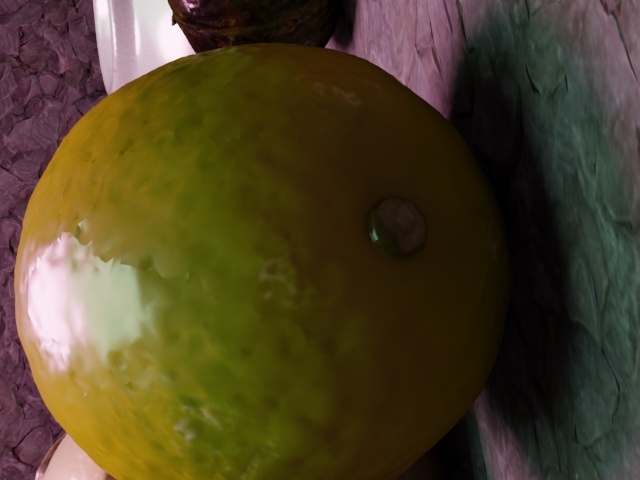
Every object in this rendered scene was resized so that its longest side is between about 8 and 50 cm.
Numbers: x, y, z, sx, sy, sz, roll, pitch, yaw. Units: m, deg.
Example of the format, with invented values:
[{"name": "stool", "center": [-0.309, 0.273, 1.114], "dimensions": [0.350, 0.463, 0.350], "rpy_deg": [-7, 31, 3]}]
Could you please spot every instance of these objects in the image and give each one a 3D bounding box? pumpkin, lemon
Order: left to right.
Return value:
[{"name": "pumpkin", "center": [-0.082, -0.261, 1.395], "dimensions": [0.238, 0.159, 0.238], "rpy_deg": [62, 180, 0]}, {"name": "lemon", "center": [-0.036, 0.026, 1.016], "dimensions": [0.348, 0.348, 0.348], "rpy_deg": [172, 90, -79]}]

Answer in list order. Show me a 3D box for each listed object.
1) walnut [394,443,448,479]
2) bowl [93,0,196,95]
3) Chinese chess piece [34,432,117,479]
[{"name": "walnut", "center": [-0.025, 0.229, 1.277], "dimensions": [0.252, 0.277, 0.313], "rpy_deg": [-73, -19, -64]}, {"name": "bowl", "center": [-0.148, -0.255, 1.688], "dimensions": [0.435, 0.196, 0.434], "rpy_deg": [174, 90, -77]}, {"name": "Chinese chess piece", "center": [-0.118, 0.289, 1.476], "dimensions": [0.140, 0.338, 0.338], "rpy_deg": [-13, 85, 53]}]
